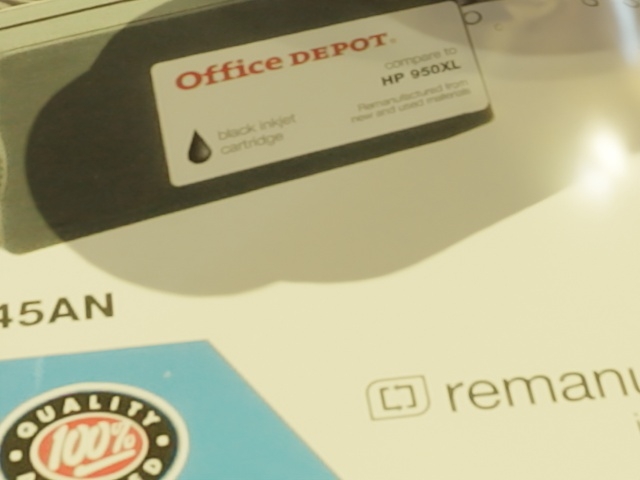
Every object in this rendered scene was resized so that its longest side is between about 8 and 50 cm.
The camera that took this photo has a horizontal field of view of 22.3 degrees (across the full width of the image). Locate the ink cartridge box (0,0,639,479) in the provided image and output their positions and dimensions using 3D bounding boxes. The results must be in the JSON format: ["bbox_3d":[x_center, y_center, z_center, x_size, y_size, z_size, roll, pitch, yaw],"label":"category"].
[{"bbox_3d":[0.000,0.000,0.530,0.166,0.285,0.395,93,-11,-46],"label":"ink cartridge box"}]
